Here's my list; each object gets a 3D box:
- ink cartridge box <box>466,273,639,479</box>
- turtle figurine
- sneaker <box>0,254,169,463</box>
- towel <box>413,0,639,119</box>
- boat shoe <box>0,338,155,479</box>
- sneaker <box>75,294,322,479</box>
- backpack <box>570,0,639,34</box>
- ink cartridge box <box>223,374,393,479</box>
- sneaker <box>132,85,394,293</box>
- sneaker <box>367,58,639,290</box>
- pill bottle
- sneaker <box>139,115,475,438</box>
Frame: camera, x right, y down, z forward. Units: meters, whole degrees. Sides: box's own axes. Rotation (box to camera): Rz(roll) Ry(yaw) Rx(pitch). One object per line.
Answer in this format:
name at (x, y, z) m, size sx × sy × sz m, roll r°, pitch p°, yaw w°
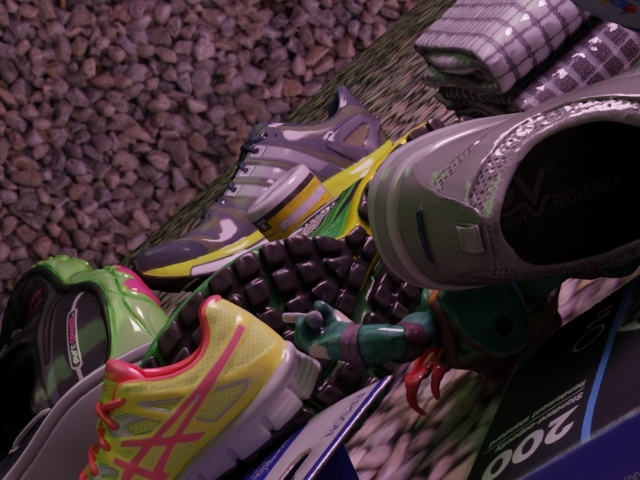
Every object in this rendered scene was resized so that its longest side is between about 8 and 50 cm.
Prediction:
ink cartridge box at (0.149, 0.060, 0.718) m, size 0.206 × 0.045 × 0.208 m, roll -36°, pitch 11°, yaw 29°
turtle figurine at (0.084, 0.019, 0.968) m, size 0.175 × 0.118 × 0.234 m, roll -51°, pitch 10°, yaw -13°
sneaker at (-0.272, 0.133, 1.763) m, size 0.202 × 0.185 × 0.483 m, roll -41°, pitch 7°, yaw -17°
towel at (0.207, -0.187, 1.444) m, size 0.235 × 0.121 × 0.284 m, roll -44°, pitch 10°, yaw -2°
boat shoe at (-0.201, 0.180, 1.445) m, size 0.302 × 0.114 × 0.091 m, roll -41°, pitch 14°, yaw 5°
sneaker at (-0.102, 0.114, 0.995) m, size 0.208 × 0.094 × 0.081 m, roll -43°, pitch 9°, yaw -6°
backpack at (0.253, -0.250, 0.890) m, size 0.356 × 0.290 × 0.273 m, roll -27°, pitch -18°, yaw -7°
ink cartridge box at (-0.093, 0.206, 1.004) m, size 0.371 × 0.069 × 0.176 m, roll -36°, pitch 9°, yaw 47°
sneaker at (-0.059, -0.045, 1.714) m, size 0.300 × 0.121 × 0.111 m, roll -29°, pitch -4°, yaw -19°
sneaker at (0.168, -0.036, 0.805) m, size 0.281 × 0.105 × 0.115 m, roll -24°, pitch 14°, yaw -13°
pill bottle at (0.000, 0.000, 1.424) m, size 0.065 × 0.116 × 0.065 m, roll -41°, pitch 8°, yaw 7°
sneaker at (0.001, 0.055, 1.204) m, size 0.343 × 0.134 × 0.146 m, roll -37°, pitch -2°, yaw -32°
